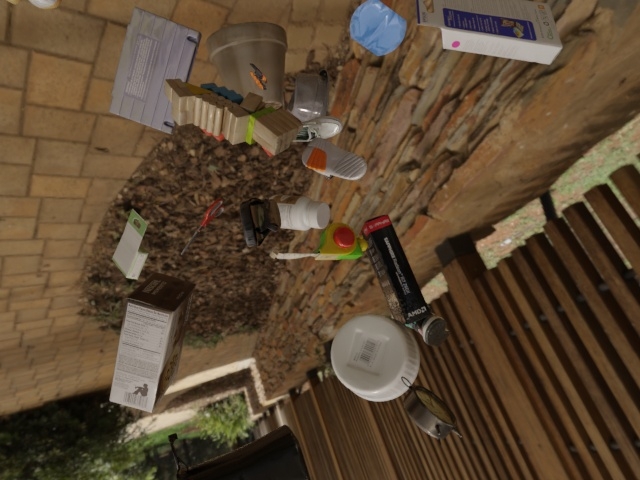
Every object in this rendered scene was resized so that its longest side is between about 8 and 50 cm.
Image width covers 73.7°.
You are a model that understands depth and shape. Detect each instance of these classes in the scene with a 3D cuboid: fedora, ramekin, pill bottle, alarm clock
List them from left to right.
[{"bbox_3d":[-0.086,-0.106,1.643,0.229,0.131,0.131,7,174,31],"label":"pill bottle"},{"bbox_3d":[-0.055,-0.554,1.676,0.124,0.275,0.244,11,149,-15],"label":"fedora"},{"bbox_3d":[0.168,0.365,1.362,0.277,0.277,0.135,-26,152,11],"label":"ramekin"},{"bbox_3d":[0.259,0.415,1.068,0.129,0.192,0.064,27,106,-38],"label":"alarm clock"}]

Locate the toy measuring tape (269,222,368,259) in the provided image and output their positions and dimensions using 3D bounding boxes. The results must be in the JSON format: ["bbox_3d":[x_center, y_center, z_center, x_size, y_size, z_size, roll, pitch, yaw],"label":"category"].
[{"bbox_3d":[0.000,0.000,1.339,0.330,0.121,0.121,1,152,-23],"label":"toy measuring tape"}]

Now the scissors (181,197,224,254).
[{"bbox_3d":[-0.527,-0.065,1.878,0.297,0.021,0.109,-49,169,-12],"label":"scissors"}]

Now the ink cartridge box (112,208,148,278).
[{"bbox_3d":[-0.746,0.013,1.714,0.056,0.171,0.235,18,101,-49],"label":"ink cartridge box"}]

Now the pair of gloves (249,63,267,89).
[{"bbox_3d":[-0.192,-0.502,1.313,0.010,0.074,0.083,-41,180,-13],"label":"pair of gloves"}]

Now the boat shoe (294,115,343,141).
[{"bbox_3d":[-0.033,-0.373,1.476,0.226,0.076,0.083,-8,130,3],"label":"boat shoe"}]

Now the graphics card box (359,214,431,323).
[{"bbox_3d":[0.253,0.109,1.514,0.094,0.371,0.233,-20,170,-4],"label":"graphics card box"}]

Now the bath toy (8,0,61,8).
[{"bbox_3d":[-0.567,-0.605,0.937,0.348,0.129,0.151,-1,120,13],"label":"bath toy"}]

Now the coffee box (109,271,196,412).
[{"bbox_3d":[-0.427,0.255,1.095,0.119,0.297,0.168,16,-164,-2],"label":"coffee box"}]

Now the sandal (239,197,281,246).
[{"bbox_3d":[-0.117,-0.053,0.927,0.054,0.097,0.254,-10,-168,10],"label":"sandal"}]

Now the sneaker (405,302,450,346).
[{"bbox_3d":[0.391,0.299,1.624,0.124,0.178,0.295,-47,149,-2],"label":"sneaker"}]

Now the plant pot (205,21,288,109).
[{"bbox_3d":[-0.274,-0.669,1.717,0.323,0.280,0.323,-9,-175,1],"label":"plant pot"}]

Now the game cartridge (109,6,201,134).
[{"bbox_3d":[-0.566,-0.571,1.452,0.068,0.230,0.355,-85,-165,-77],"label":"game cartridge"}]

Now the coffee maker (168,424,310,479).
[{"bbox_3d":[-0.114,0.352,0.643,0.178,0.171,0.120,-19,-166,-18],"label":"coffee maker"}]

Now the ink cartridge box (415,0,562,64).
[{"bbox_3d":[0.413,-0.555,1.087,0.371,0.176,0.069,8,152,-7],"label":"ink cartridge box"}]

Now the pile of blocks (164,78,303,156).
[{"bbox_3d":[-0.232,-0.319,1.132,0.362,0.149,0.112,22,135,-2],"label":"pile of blocks"}]

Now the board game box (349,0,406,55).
[{"bbox_3d":[0.172,-0.645,1.289,0.169,0.033,0.133,26,137,-19],"label":"board game box"}]

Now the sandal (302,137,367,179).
[{"bbox_3d":[0.045,-0.224,1.272,0.102,0.265,0.076,-55,139,-1],"label":"sandal"}]
